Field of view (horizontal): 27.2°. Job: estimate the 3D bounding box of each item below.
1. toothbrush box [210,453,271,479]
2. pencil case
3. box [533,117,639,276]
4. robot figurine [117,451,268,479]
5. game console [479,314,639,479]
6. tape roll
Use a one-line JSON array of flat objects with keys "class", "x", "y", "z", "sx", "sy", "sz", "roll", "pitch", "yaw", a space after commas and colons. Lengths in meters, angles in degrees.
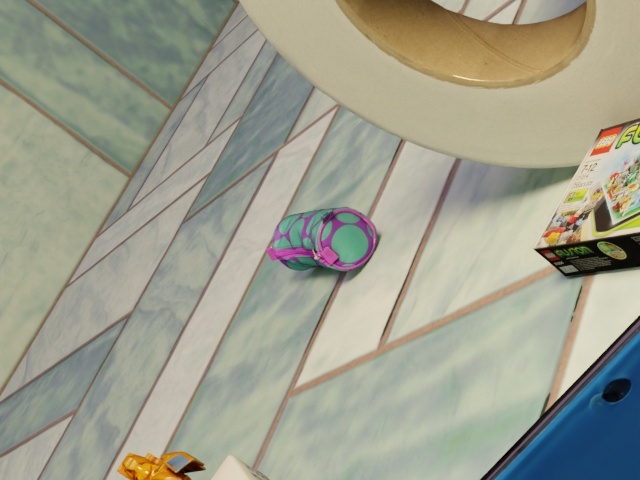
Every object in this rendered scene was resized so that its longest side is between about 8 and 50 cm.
[{"class": "toothbrush box", "x": -0.045, "y": 0.285, "z": 0.804, "sx": 0.216, "sy": 0.126, "sz": 0.295, "roll": -55, "pitch": 17, "yaw": -4}, {"class": "pencil case", "x": 0.000, "y": 0.000, "z": 1.382, "sx": 0.070, "sy": 0.064, "sz": 0.152, "roll": -31, "pitch": 9, "yaw": -19}, {"class": "box", "x": 0.234, "y": -0.038, "z": 0.873, "sx": 0.114, "sy": 0.036, "sz": 0.207, "roll": -58, "pitch": 17, "yaw": -19}, {"class": "robot figurine", "x": -0.142, "y": 0.277, "z": 1.159, "sx": 0.211, "sy": 0.085, "sz": 0.291, "roll": -58, "pitch": 17, "yaw": -13}, {"class": "game console", "x": 0.136, "y": 0.083, "z": 0.651, "sx": 0.293, "sy": 0.173, "sz": 0.250, "roll": -48, "pitch": 17, "yaw": 14}, {"class": "tape roll", "x": 0.104, "y": -0.206, "z": 0.951, "sx": 0.392, "sy": 0.392, "sz": 0.072, "roll": -29, "pitch": 29, "yaw": 54}]
